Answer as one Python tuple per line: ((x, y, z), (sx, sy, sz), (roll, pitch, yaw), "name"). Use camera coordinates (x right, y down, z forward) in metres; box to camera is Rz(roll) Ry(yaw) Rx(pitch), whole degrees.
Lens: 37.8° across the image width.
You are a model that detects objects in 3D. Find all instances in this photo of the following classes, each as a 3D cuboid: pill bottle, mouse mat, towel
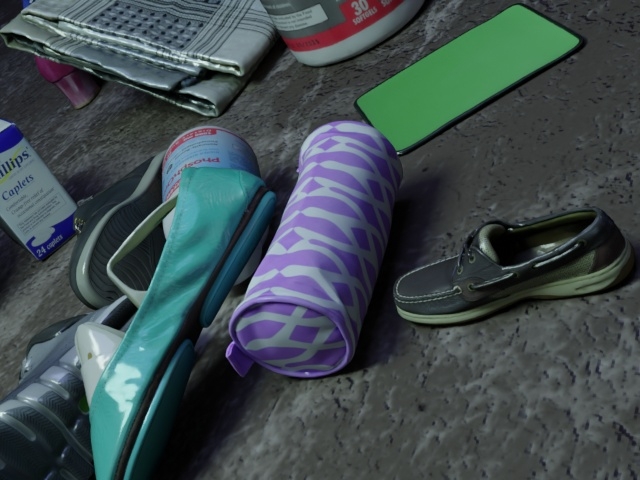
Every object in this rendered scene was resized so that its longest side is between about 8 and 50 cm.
((-0.027, -0.360, 0.987), (0.176, 0.318, 0.176), (-24, 31, 16), "pill bottle")
((0.126, -0.149, 0.840), (0.189, 0.007, 0.152), (-30, 29, 3), "mouse mat")
((-0.089, -0.029, 0.783), (0.087, 0.087, 0.160), (-29, 29, 6), "pill bottle")
((-0.187, -0.305, 1.177), (0.312, 0.056, 0.324), (20, 52, 13), "towel")

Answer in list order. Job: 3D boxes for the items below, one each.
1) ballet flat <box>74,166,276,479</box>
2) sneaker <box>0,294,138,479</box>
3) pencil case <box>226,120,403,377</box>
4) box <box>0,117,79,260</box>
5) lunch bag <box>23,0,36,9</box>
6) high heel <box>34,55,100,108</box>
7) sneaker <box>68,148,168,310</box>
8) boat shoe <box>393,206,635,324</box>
((-0.113, 0.054, 0.634), (0.087, 0.083, 0.247), (20, 68, 8), "ballet flat")
((-0.207, 0.130, 0.683), (0.228, 0.086, 0.132), (-45, 22, -30), "sneaker")
((0.000, 0.000, 0.653), (0.088, 0.086, 0.206), (-12, 35, 26), "pencil case")
((-0.337, -0.061, 1.024), (0.072, 0.137, 0.126), (-42, 30, -18), "box")
((-0.302, -0.422, 1.481), (0.221, 0.138, 0.293), (6, 26, 21), "lunch bag")
((-0.376, -0.304, 1.451), (0.082, 0.117, 0.244), (-20, 32, 22), "high heel")
((-0.189, 0.007, 0.851), (0.118, 0.083, 0.222), (-25, 21, 26), "sneaker")
((0.108, 0.011, 0.568), (0.152, 0.049, 0.056), (-17, 33, 27), "boat shoe")
